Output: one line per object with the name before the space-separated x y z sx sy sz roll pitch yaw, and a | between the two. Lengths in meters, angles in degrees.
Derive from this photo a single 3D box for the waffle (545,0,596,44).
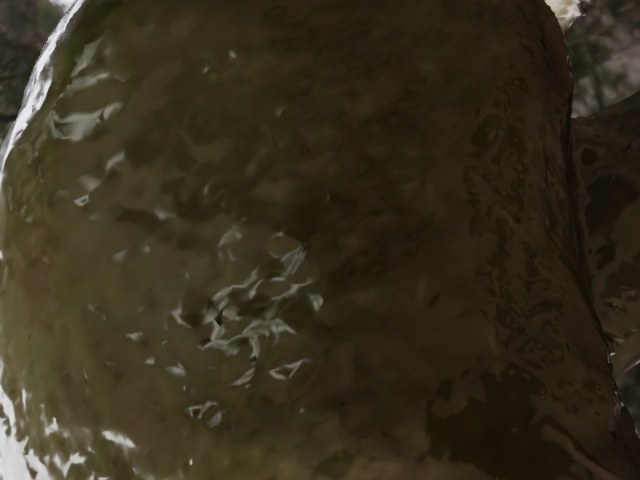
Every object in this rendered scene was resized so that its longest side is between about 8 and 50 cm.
waffle | 0.043 -0.194 0.937 0.261 0.376 0.114 6 -116 -6

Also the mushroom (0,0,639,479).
mushroom | -0.007 0.004 0.494 0.217 0.292 0.212 -59 -43 -59
